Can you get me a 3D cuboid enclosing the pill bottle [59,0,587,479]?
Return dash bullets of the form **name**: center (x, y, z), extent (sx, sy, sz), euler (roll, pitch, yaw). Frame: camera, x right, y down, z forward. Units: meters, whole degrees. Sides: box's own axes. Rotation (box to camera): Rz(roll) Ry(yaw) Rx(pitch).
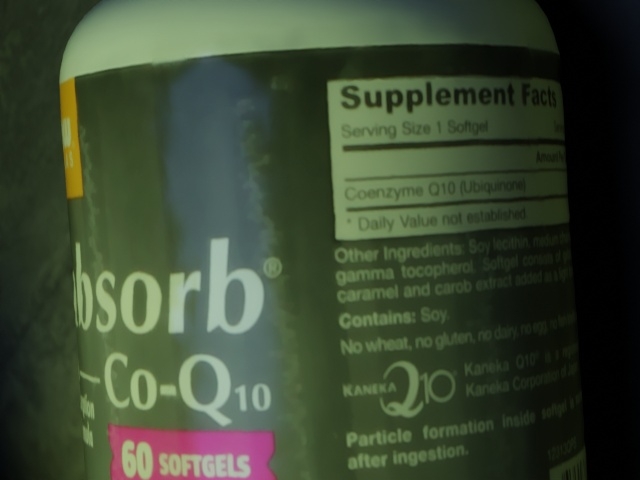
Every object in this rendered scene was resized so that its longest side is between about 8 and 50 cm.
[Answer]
- **pill bottle**: center (0.000, 0.000, 0.469), extent (0.162, 0.162, 0.278), euler (-3, 91, 43)
